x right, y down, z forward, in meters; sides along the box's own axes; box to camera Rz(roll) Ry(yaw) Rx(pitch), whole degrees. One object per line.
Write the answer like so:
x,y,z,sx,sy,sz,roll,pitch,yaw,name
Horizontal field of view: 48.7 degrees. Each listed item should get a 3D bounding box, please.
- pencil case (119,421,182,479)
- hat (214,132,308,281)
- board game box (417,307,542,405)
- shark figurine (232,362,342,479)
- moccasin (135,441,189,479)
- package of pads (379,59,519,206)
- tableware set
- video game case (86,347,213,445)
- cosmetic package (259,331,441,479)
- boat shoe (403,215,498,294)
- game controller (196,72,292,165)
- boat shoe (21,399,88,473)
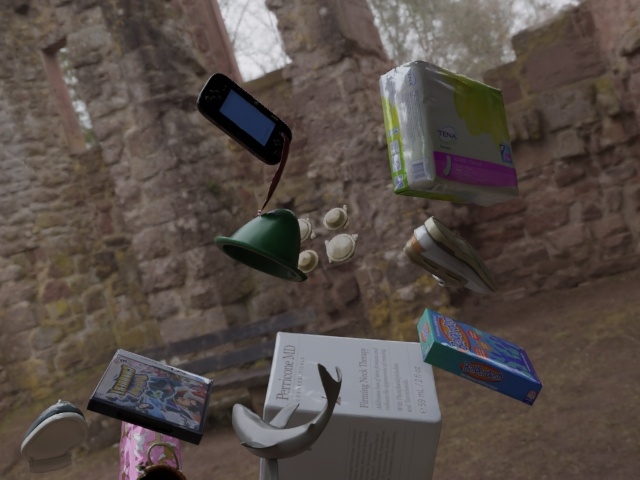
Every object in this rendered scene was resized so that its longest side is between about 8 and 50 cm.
-0.457,0.594,1.929,0.160,0.386,0.167,-41,-50,20,pencil case
-0.066,-0.045,1.218,0.173,0.184,0.208,28,-14,-21,hat
0.286,0.209,1.298,0.210,0.047,0.160,22,16,-3,board game box
-0.067,0.310,1.151,0.116,0.166,0.278,17,-37,-43,shark figurine
-0.264,0.428,1.161,0.147,0.139,0.380,-53,-6,-12,moccasin
0.240,-0.190,1.287,0.101,0.229,0.296,-16,-13,43,package of pads
0.000,0.000,1.466,0.168,0.141,0.020,-19,-36,18,tableware set
-0.376,0.349,1.615,0.248,0.035,0.275,21,11,-8,video game case
0.065,0.455,1.722,0.393,0.328,0.329,5,24,0,cosmetic package
0.307,0.053,1.660,0.103,0.113,0.302,-39,-52,19,boat shoe
-0.228,-0.370,2.160,0.067,0.319,0.167,-18,40,55,game controller
-0.520,0.364,1.366,0.116,0.099,0.319,-3,-30,-26,boat shoe
